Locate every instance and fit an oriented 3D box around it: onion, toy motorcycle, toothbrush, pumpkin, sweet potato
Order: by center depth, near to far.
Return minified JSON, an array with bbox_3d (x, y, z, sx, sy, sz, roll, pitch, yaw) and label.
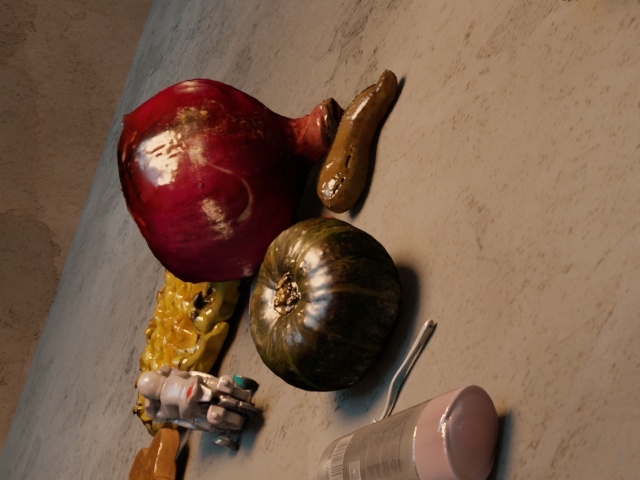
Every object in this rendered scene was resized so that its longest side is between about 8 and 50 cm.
[{"bbox_3d":[0.095,0.164,1.492,0.017,0.014,0.162,43,109,49],"label":"toothbrush"},{"bbox_3d":[0.006,0.081,1.601,0.224,0.157,0.223,-26,54,44],"label":"pumpkin"},{"bbox_3d":[0.054,-0.143,1.868,0.081,0.062,0.233,2,66,53],"label":"sweet potato"},{"bbox_3d":[-0.200,0.243,1.933,0.260,0.171,0.110,-19,52,67],"label":"toy motorcycle"},{"bbox_3d":[-0.128,-0.118,1.997,0.385,0.347,0.347,-25,29,5],"label":"onion"}]

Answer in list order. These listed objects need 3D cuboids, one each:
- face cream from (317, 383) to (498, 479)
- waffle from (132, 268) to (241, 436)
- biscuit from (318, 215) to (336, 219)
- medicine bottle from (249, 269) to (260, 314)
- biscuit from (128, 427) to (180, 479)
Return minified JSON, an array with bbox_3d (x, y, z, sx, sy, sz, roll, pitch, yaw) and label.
[{"bbox_3d":[0.088,0.231,1.347,0.269,0.073,0.107,-35,42,56],"label":"face cream"},{"bbox_3d":[-0.244,0.156,2.259,0.382,0.095,0.380,-69,19,2],"label":"waffle"},{"bbox_3d":[0.000,0.000,1.909,0.091,0.015,0.078,3,73,69],"label":"biscuit"},{"bbox_3d":[-0.072,0.093,1.934,0.074,0.055,0.118,-52,23,34],"label":"medicine bottle"},{"bbox_3d":[-0.294,0.490,2.075,0.275,0.052,0.355,130,153,-50],"label":"biscuit"}]
